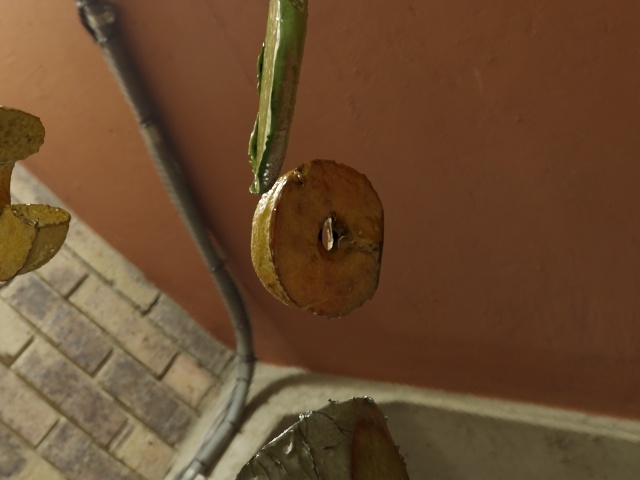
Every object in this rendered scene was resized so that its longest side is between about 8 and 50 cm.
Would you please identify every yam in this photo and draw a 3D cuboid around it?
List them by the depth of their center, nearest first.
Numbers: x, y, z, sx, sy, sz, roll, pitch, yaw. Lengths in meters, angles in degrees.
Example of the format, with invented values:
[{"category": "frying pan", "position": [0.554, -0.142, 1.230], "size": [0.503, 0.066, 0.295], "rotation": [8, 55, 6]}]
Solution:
[{"category": "yam", "position": [0.022, 0.243, 0.628], "size": [0.254, 0.154, 0.154], "rotation": [65, -35, 22]}]

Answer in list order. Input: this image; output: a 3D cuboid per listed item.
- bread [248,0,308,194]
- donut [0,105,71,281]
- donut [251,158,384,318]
[{"category": "bread", "position": [-0.055, -0.196, 1.196], "size": [0.045, 0.301, 0.301], "rotation": [7, -41, -8]}, {"category": "donut", "position": [-0.319, -0.045, 0.958], "size": [0.146, 0.078, 0.181], "rotation": [-30, -99, 36]}, {"category": "donut", "position": [0.000, -0.003, 1.509], "size": [0.118, 0.253, 0.253], "rotation": [-13, -59, 47]}]
